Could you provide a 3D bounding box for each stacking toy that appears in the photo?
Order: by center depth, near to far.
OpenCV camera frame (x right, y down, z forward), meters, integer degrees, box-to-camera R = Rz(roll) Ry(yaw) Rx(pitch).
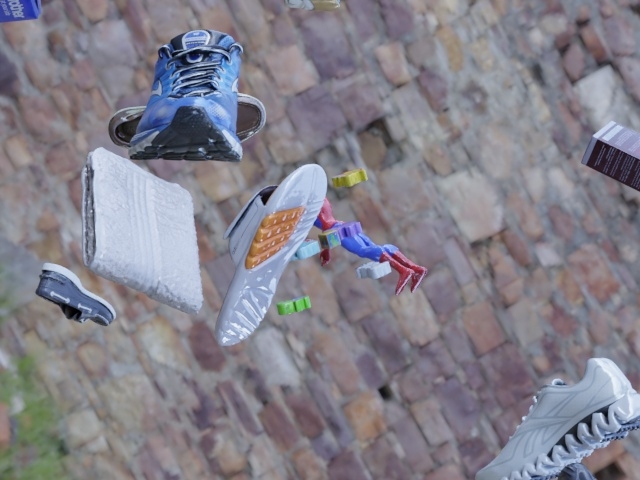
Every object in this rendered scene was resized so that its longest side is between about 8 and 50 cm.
[{"bbox_3d":[0.000,0.000,1.618,0.052,0.221,0.167,-1,-72,54],"label":"stacking toy"}]

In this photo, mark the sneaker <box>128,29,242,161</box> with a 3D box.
[{"bbox_3d":[-0.154,-0.169,1.251,0.330,0.130,0.147,-122,-147,-76],"label":"sneaker"}]

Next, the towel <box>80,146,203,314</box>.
[{"bbox_3d":[-0.260,-0.021,1.582,0.187,0.049,0.282,27,29,-31],"label":"towel"}]

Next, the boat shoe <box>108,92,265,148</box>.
[{"bbox_3d":[-0.216,-0.184,1.761,0.095,0.257,0.095,-109,-171,-79],"label":"boat shoe"}]

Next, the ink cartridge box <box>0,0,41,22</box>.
[{"bbox_3d":[-0.470,-0.385,1.218,0.151,0.395,0.270,127,-46,-75],"label":"ink cartridge box"}]

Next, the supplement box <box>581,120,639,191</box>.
[{"bbox_3d":[0.687,-0.157,2.281,0.239,0.130,0.073,29,-56,21],"label":"supplement box"}]

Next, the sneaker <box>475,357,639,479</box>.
[{"bbox_3d":[0.340,0.279,1.592,0.110,0.292,0.118,10,47,-55],"label":"sneaker"}]

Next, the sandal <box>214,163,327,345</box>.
[{"bbox_3d":[-0.086,0.009,1.356,0.076,0.265,0.102,38,21,29],"label":"sandal"}]

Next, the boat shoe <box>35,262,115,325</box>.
[{"bbox_3d":[-0.267,0.069,1.180,0.046,0.038,0.125,8,-25,24],"label":"boat shoe"}]

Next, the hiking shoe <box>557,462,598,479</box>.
[{"bbox_3d":[0.402,0.353,1.417,0.227,0.114,0.086,48,-13,-16],"label":"hiking shoe"}]

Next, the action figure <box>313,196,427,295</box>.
[{"bbox_3d":[0.024,0.021,1.794,0.280,0.139,0.091,39,17,23],"label":"action figure"}]

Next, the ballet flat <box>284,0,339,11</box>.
[{"bbox_3d":[-0.072,-0.501,2.135,0.232,0.073,0.080,32,-11,-11],"label":"ballet flat"}]
